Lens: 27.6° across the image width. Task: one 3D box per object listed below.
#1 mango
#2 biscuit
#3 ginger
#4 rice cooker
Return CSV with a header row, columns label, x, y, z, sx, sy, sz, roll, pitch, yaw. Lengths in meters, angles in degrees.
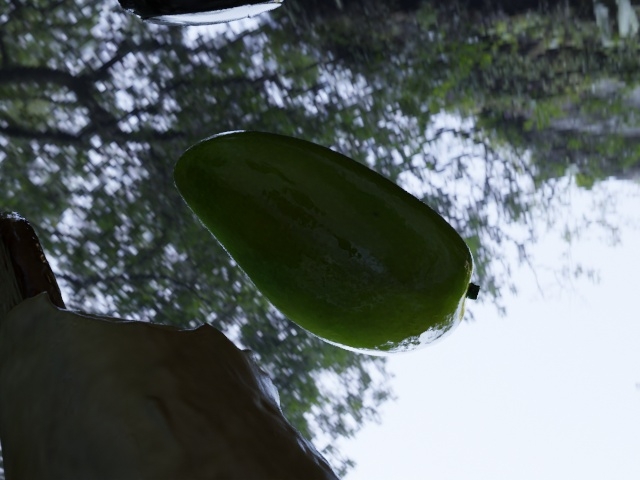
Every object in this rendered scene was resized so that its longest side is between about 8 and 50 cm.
label,x,y,z,sx,sy,sz,roll,pitch,yaw
mango,0.000,0.000,1.370,0.343,0.156,0.192,32,-59,-2
biscuit,-0.256,0.128,1.179,0.040,0.318,0.317,-12,-118,-21
ginger,-0.038,0.135,0.485,0.138,0.152,0.267,-17,-76,-4
rice cooker,-0.143,-0.306,1.496,0.203,0.142,0.118,0,-83,-8
